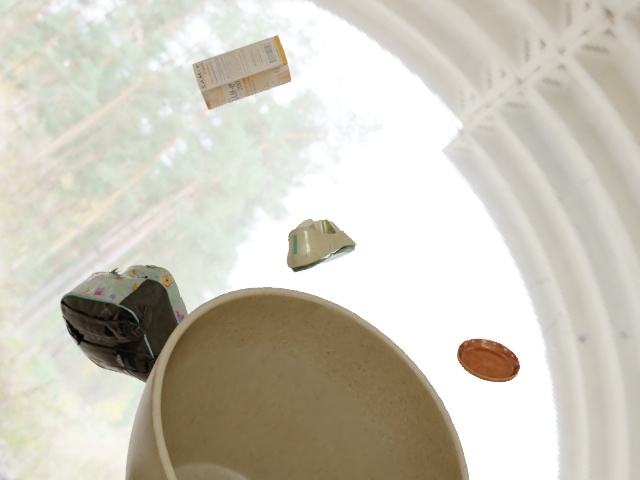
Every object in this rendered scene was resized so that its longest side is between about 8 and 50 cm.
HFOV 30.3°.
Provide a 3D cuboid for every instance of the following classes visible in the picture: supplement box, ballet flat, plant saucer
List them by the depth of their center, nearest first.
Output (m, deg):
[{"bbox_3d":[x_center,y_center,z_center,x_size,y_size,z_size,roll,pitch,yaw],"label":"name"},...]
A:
[{"bbox_3d":[-0.083,-0.179,1.267,0.062,0.098,0.036,76,-5,-77],"label":"supplement box"},{"bbox_3d":[0.214,0.155,1.510,0.083,0.083,0.013,39,-49,36],"label":"plant saucer"},{"bbox_3d":[0.000,0.000,1.953,0.086,0.086,0.248,48,13,8],"label":"ballet flat"}]

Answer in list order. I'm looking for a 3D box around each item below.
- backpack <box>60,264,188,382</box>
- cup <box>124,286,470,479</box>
[{"bbox_3d":[-0.295,0.121,1.796,0.188,0.144,0.166,2,-53,33],"label":"backpack"},{"bbox_3d":[-0.056,0.245,1.140,0.331,0.331,0.237,48,-49,8],"label":"cup"}]
